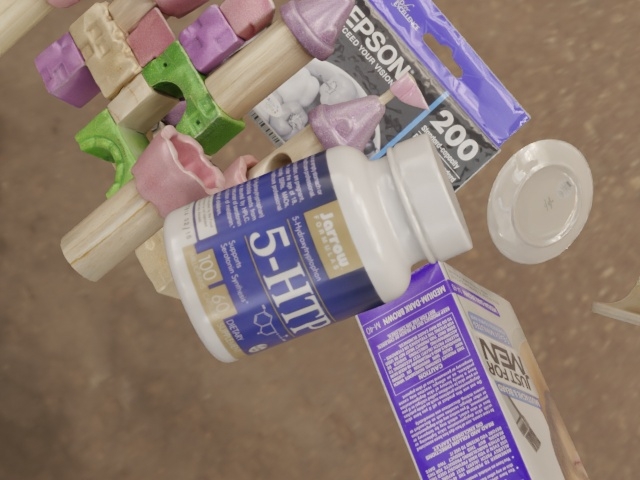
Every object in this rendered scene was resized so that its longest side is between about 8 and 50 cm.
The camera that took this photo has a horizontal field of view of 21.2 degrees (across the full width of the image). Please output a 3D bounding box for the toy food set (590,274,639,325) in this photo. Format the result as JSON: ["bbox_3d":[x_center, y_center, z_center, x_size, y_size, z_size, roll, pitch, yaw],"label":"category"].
[{"bbox_3d":[0.351,-0.058,1.361,0.220,0.092,0.306,15,79,50],"label":"toy food set"}]

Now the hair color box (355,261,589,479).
[{"bbox_3d":[0.165,0.200,1.588,0.110,0.185,0.338,-29,64,18],"label":"hair color box"}]

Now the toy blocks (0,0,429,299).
[{"bbox_3d":[-0.072,-0.126,1.367,0.260,0.309,0.288,-39,63,16],"label":"toy blocks"}]

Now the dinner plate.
[{"bbox_3d":[0.242,-0.040,1.852,0.017,0.141,0.141,29,118,54],"label":"dinner plate"}]

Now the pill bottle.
[{"bbox_3d":[0.000,0.000,1.145,0.187,0.112,0.112,-22,93,8],"label":"pill bottle"}]

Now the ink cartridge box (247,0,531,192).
[{"bbox_3d":[0.063,-0.125,1.577,0.208,0.045,0.206,-43,95,-11],"label":"ink cartridge box"}]
